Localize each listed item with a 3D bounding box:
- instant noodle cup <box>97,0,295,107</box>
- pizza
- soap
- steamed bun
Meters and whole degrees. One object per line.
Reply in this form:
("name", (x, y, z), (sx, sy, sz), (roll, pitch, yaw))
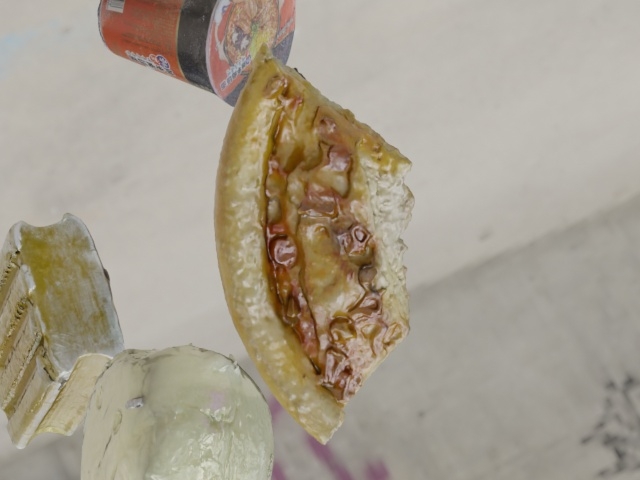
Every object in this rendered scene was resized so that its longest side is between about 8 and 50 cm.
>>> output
("instant noodle cup", (-0.109, -0.184, 1.614), (0.127, 0.135, 0.127), (-32, 130, -49))
("pizza", (-0.005, 0.004, 1.296), (0.134, 0.271, 0.056), (4, -171, 14))
("soap", (-0.288, 0.101, 2.013), (0.089, 0.173, 0.274), (-14, 164, -23))
("steamed bun", (-0.071, 0.114, 0.994), (0.091, 0.112, 0.130), (9, 157, -19))
